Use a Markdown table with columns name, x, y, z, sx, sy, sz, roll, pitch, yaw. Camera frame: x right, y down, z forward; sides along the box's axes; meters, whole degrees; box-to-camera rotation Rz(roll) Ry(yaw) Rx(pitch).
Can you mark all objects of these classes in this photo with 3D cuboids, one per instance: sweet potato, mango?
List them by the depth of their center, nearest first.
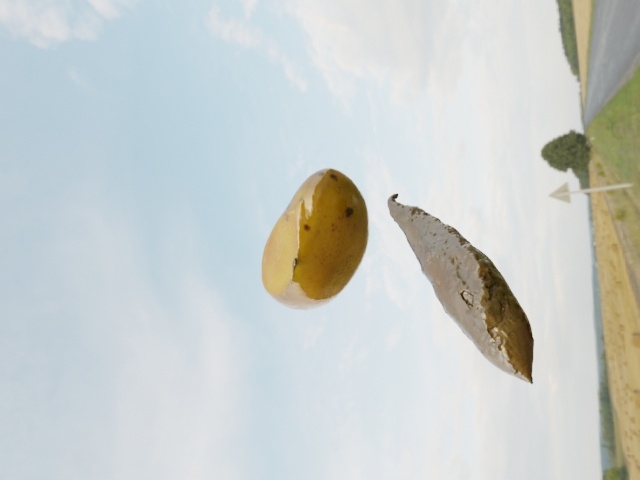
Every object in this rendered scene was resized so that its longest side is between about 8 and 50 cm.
| name | x | y | z | sx | sy | sz | roll | pitch | yaw |
| --- | --- | --- | --- | --- | --- | --- | --- | --- | --- |
| sweet potato | 0.116 | 0.026 | 0.393 | 0.206 | 0.059 | 0.068 | 56 | 164 | 40 |
| mango | 0.000 | 0.000 | 0.853 | 0.190 | 0.160 | 0.291 | -10 | -48 | -37 |
